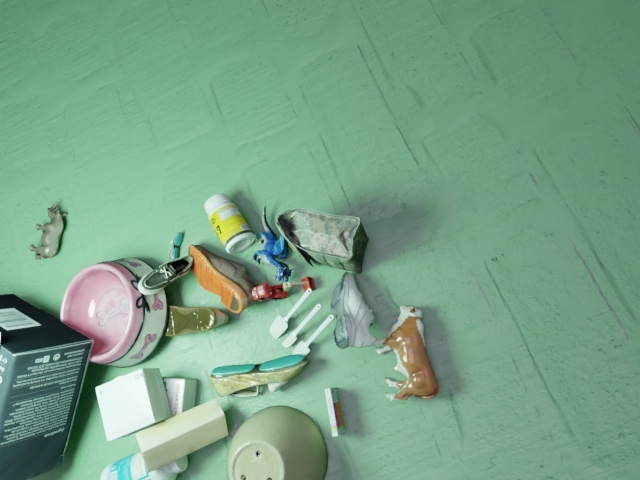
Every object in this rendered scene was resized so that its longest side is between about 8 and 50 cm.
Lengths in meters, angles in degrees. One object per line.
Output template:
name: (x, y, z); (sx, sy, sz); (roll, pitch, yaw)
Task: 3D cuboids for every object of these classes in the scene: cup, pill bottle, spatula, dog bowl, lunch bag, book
cup: (-0.160, 0.693, 1.550); (0.331, 0.237, 0.331); (-3, 75, 11)
pill bottle: (-0.340, -0.065, 1.845); (0.119, 0.119, 0.208); (-34, 71, 2)
spatula: (-0.067, 0.287, 1.698); (0.168, 0.019, 0.242); (49, 117, 24)
dog bowl: (-0.756, 0.257, 1.794); (0.408, 0.150, 0.408); (-3, 82, 22)
lunch bag: (0.000, 0.000, 1.694); (0.287, 0.235, 0.169); (11, 77, 15)
book: (0.045, 0.552, 1.615); (0.035, 0.096, 0.144); (-13, 73, 9)
pill bottle: (-0.583, 0.774, 1.666); (0.264, 0.146, 0.146); (-25, 72, 5)

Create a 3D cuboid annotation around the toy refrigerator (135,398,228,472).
toy refrigerator: (-0.448, 0.628, 1.624); (0.269, 0.102, 0.094); (-18, 33, -26)

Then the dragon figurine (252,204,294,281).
dragon figurine: (-0.162, 0.018, 1.799); (0.144, 0.085, 0.289); (0, 66, 11)

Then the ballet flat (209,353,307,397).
ballet flat: (-0.202, 0.467, 1.692); (0.348, 0.123, 0.123); (-11, 74, 9)

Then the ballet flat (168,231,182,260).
ballet flat: (-0.560, 0.021, 1.913); (0.041, 0.041, 0.114); (6, 76, 13)

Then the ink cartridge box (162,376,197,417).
ink cartridge box: (-0.558, 0.559, 1.744); (0.219, 0.092, 0.160); (-2, 76, 12)

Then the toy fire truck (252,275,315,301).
toy fire truck: (-0.126, 0.167, 1.730); (0.135, 0.192, 0.047); (-28, 69, 34)

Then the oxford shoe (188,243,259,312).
oxford shoe: (-0.352, 0.124, 1.817); (0.132, 0.130, 0.363); (-24, 52, -40)

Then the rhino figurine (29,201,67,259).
rhino figurine: (-1.093, -0.039, 2.024); (0.106, 0.073, 0.243); (3, 75, 17)

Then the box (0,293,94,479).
box: (-1.086, 0.486, 1.685); (0.480, 0.297, 0.472); (19, 97, 25)

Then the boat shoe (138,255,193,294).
boat shoe: (-0.544, 0.113, 1.762); (0.078, 0.070, 0.219); (48, 45, 5)

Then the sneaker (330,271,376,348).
sneaker: (0.108, 0.235, 1.660); (0.129, 0.111, 0.297); (13, 47, -17)

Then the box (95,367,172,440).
box: (-0.615, 0.537, 1.649); (0.181, 0.119, 0.182); (-23, 72, 6)

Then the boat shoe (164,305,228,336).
boat shoe: (-0.469, 0.287, 1.796); (0.302, 0.098, 0.109); (-8, 79, 29)

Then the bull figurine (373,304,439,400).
bull figurine: (0.272, 0.364, 1.615); (0.188, 0.101, 0.310); (-21, 67, 14)
